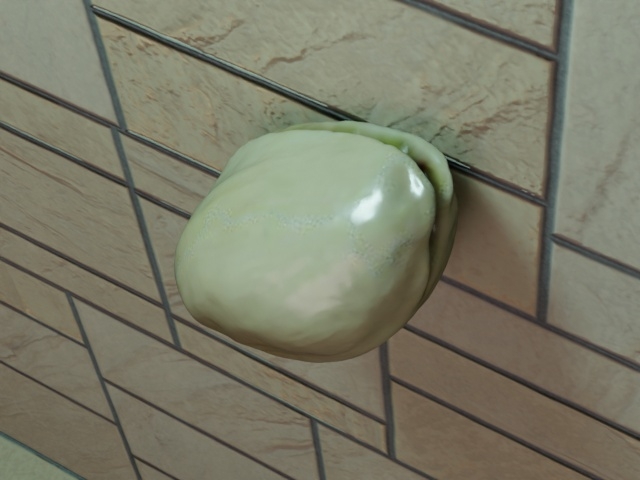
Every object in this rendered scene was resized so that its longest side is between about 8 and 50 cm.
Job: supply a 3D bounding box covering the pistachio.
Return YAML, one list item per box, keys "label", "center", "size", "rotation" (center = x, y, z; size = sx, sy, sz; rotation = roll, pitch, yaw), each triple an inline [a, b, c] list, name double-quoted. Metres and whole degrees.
- label: "pistachio"
  center: [0.000, 0.000, 1.445]
  size: [0.332, 0.207, 0.226]
  rotation: [-14, 82, 48]
